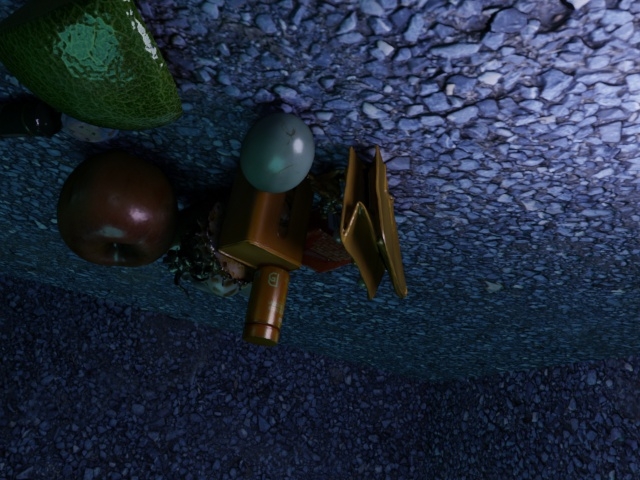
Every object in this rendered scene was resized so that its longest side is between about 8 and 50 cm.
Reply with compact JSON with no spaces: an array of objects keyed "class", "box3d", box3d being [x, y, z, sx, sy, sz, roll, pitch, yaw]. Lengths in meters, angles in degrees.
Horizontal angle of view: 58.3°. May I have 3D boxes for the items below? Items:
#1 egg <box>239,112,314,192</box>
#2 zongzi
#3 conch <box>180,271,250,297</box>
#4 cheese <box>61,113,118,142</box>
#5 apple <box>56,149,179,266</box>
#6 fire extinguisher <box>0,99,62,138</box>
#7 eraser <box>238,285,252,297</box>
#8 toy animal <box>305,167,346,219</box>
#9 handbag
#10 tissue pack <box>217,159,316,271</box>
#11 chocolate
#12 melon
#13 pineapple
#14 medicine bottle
[{"class":"egg","box3d":[-0.099,-0.202,1.328,0.168,0.168,0.231,17,153,-15]},{"class":"zongzi","box3d":[-0.299,-0.041,1.873,0.322,0.160,0.360,-13,170,25]},{"class":"conch","box3d":[-0.351,0.116,2.005,0.274,0.149,0.183,29,159,-1]},{"class":"cheese","box3d":[-0.554,-0.303,1.432,0.244,0.052,0.135,-16,150,33]},{"class":"apple","box3d":[-0.572,-0.093,1.647,0.338,0.305,0.338,-2,149,-1]},{"class":"fire extinguisher","box3d":[-0.812,-0.308,1.488,0.294,0.118,0.093,1,121,22]},{"class":"eraser","box3d":[-0.255,0.110,2.181,0.331,0.150,0.331,11,159,4]},{"class":"toy animal","box3d":[0.010,-0.142,1.491,0.116,0.114,0.255,2,166,25]},{"class":"handbag","box3d":[0.139,-0.032,1.481,0.133,0.283,0.401,-2,153,16]},{"class":"tissue pack","box3d":[-0.133,-0.074,1.513,0.194,0.275,0.145,26,151,-36]},{"class":"chocolate","box3d":[0.000,0.000,1.825,0.237,0.108,0.234,26,145,-38]},{"class":"melon","box3d":[-0.415,-0.337,1.135,0.331,0.226,0.343,-17,136,18]},{"class":"pineapple","box3d":[-0.317,0.031,1.617,0.271,0.263,0.262,-16,147,33]},{"class":"medicine bottle","box3d":[-0.140,0.168,1.481,0.096,0.192,0.096,8,156,4]}]
